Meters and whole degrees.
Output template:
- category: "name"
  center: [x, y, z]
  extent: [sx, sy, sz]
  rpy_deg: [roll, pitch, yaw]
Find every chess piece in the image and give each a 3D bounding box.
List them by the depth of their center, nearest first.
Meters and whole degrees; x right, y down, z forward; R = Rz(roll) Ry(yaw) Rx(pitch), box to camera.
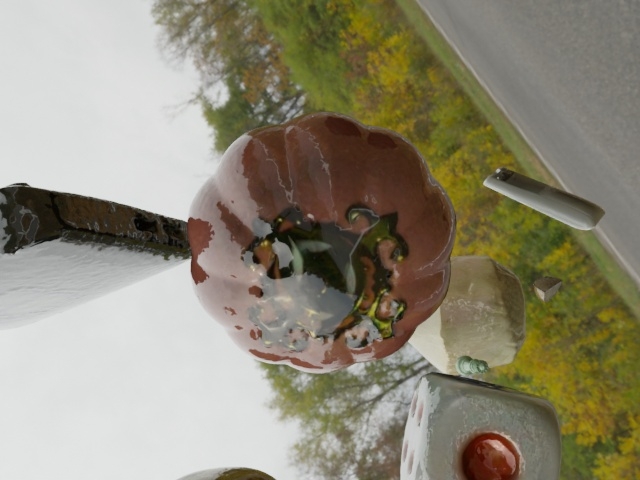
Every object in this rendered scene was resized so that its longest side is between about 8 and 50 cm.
- category: "chess piece"
  center: [0.316, 0.260, 1.167]
  extent: [0.042, 0.042, 0.093]
  rpy_deg: [57, 166, 3]

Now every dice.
- category: "dice"
  center: [0.228, 0.306, 0.831]
  extent: [0.192, 0.193, 0.194]
  rpy_deg: [87, -167, -81]

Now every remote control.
- category: "remote control"
  center: [0.610, -0.127, 1.538]
  extent: [0.312, 0.055, 0.109]
  rpy_deg: [31, -134, 27]

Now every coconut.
- category: "coconut"
  center: [0.335, 0.188, 1.396]
  extent: [0.329, 0.328, 0.329]
  rpy_deg: [50, -163, -21]

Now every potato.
- category: "potato"
  center: [0.442, 0.098, 1.117]
  extent: [0.037, 0.036, 0.093]
  rpy_deg: [20, -156, 37]

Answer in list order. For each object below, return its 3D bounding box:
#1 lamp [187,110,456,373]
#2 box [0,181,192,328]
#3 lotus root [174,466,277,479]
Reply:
- category: "lamp"
  center: [0.000, 0.000, 0.657]
  extent: [0.305, 0.305, 0.240]
  rpy_deg: [50, -170, -20]
- category: "box"
  center: [-0.370, 0.039, 0.706]
  extent: [0.350, 0.358, 0.091]
  rpy_deg: [18, -126, -74]
- category: "lotus root"
  center: [-0.122, 0.425, 0.823]
  extent: [0.183, 0.309, 0.183]
  rpy_deg: [-14, -90, -75]
